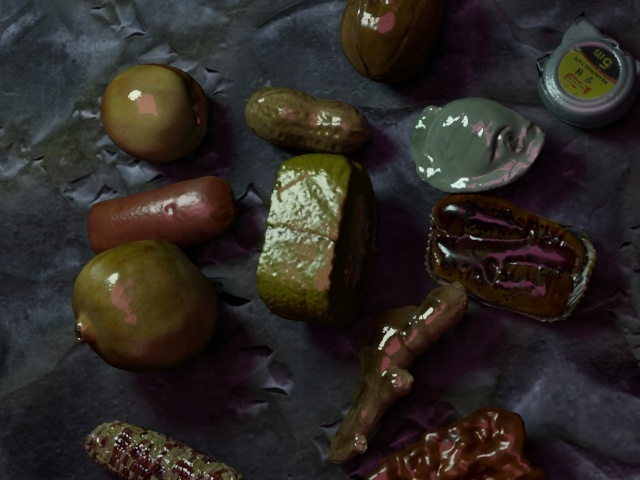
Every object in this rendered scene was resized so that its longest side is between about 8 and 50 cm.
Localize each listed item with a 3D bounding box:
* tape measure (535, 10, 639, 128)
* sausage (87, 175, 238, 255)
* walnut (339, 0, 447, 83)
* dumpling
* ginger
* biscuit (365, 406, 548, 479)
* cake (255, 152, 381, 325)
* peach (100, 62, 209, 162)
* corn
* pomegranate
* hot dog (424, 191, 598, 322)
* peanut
[{"bbox_3d":[0.469,-0.194,1.613,0.164,0.084,0.330,-47,66,5],"label":"tape measure"},{"bbox_3d":[-0.259,-0.035,1.808,0.259,0.113,0.114,-12,74,17],"label":"sausage"},{"bbox_3d":[0.117,-0.354,1.733,0.167,0.167,0.207,19,82,22],"label":"walnut"},{"bbox_3d":[0.242,-0.146,1.676,0.219,0.108,0.153,14,100,33],"label":"dumpling"},{"bbox_3d":[0.102,0.195,1.637,0.148,0.081,0.334,26,86,38],"label":"ginger"},{"bbox_3d":[0.204,0.427,1.540,0.318,0.110,0.312,-30,71,10],"label":"biscuit"},{"bbox_3d":[0.000,0.000,1.675,0.156,0.179,0.261,9,77,19],"label":"cake"},{"bbox_3d":[-0.283,-0.216,1.824,0.184,0.184,0.184,-4,76,17],"label":"peach"},{"bbox_3d":[-0.250,0.362,1.718,0.289,0.098,0.098,19,84,26],"label":"corn"},{"bbox_3d":[-0.281,0.105,1.724,0.233,0.233,0.233,-4,76,17],"label":"pomegranate"},{"bbox_3d":[0.280,0.022,1.629,0.270,0.082,0.163,21,86,21],"label":"hot dog"},{"bbox_3d":[-0.023,-0.194,1.768,0.226,0.108,0.095,16,91,19],"label":"peanut"}]
